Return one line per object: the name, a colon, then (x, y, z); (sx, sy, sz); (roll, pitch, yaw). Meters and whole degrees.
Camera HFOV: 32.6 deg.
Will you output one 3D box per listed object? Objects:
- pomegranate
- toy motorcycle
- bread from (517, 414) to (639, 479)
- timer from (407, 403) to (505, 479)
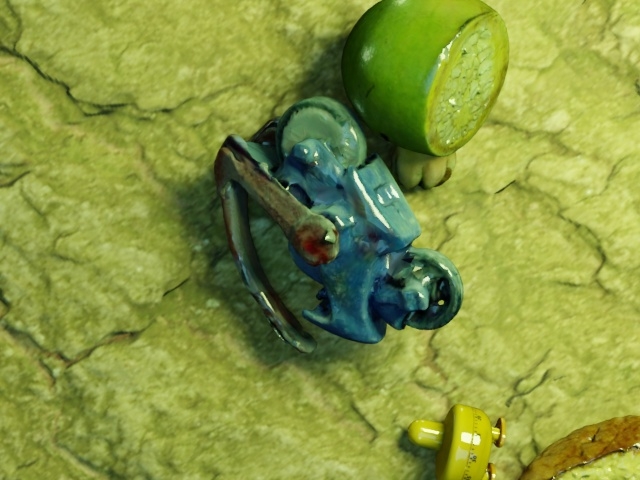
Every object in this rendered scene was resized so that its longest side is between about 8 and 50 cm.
pomegranate: (0.116, -0.187, 1.276); (0.159, 0.241, 0.190); (25, 73, 31)
toy motorcycle: (0.014, -0.008, 1.314); (0.182, 0.241, 0.319); (-32, 89, -33)
bread: (0.351, 0.286, 1.331); (0.260, 0.134, 0.129); (-20, 107, 11)
timer: (0.164, 0.253, 1.351); (0.109, 0.107, 0.107); (13, 99, -2)
